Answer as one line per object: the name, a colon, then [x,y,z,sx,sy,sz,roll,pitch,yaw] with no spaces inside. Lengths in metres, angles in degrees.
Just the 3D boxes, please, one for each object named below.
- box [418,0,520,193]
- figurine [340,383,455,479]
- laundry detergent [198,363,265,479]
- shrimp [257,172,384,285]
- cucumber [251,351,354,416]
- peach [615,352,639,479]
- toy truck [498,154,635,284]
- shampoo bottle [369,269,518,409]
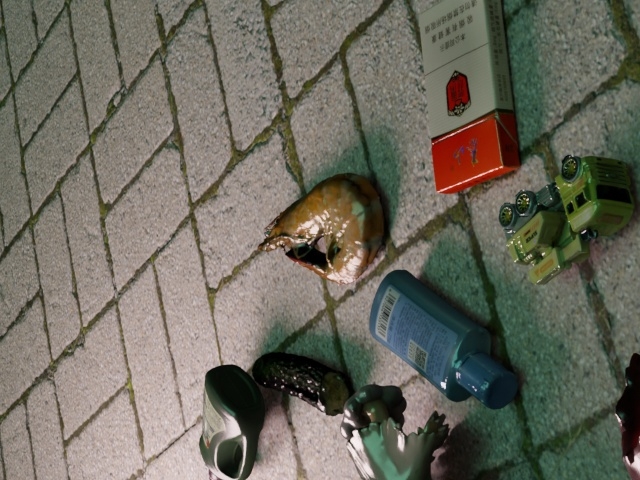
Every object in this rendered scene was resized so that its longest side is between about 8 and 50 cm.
box: [0.184,-0.192,1.769,0.139,0.035,0.245,-20,70,55]
figurine: [0.131,0.342,1.686,0.387,0.166,0.207,-117,27,-43]
laundry detergent: [-0.142,0.308,2.174,0.144,0.078,0.222,50,141,42]
shrimp: [0.000,0.000,2.023,0.287,0.063,0.152,-28,76,51]
cucumber: [-0.037,0.198,2.050,0.245,0.067,0.067,14,99,58]
peach: [0.444,0.106,1.079,0.406,0.310,0.335,-48,2,12]
toy truck: [0.275,-0.019,1.573,0.169,0.077,0.100,-40,52,47]
shampoo bottle: [0.153,0.131,1.763,0.258,0.061,0.104,38,118,52]
